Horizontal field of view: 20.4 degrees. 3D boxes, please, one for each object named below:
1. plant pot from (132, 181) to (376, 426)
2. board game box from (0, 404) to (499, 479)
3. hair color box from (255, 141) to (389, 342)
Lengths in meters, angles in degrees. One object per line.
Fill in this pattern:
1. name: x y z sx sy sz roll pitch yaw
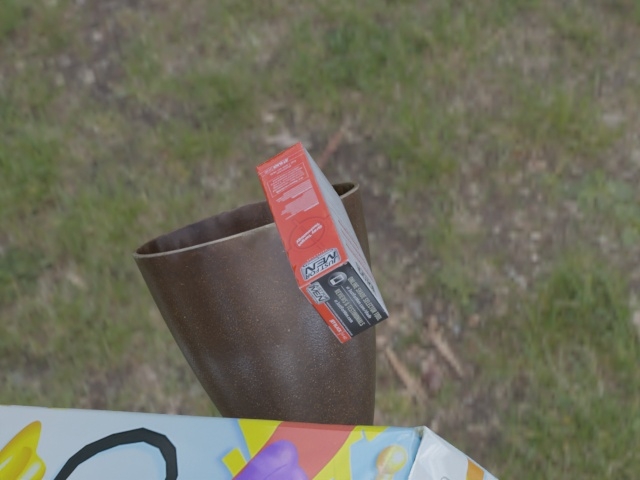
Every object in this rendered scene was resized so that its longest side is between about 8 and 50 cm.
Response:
1. plant pot: -0.036 0.088 1.626 0.215 0.215 0.230 -17 97 -6
2. board game box: -0.055 0.134 0.460 0.275 0.144 0.142 -2 57 46
3. hair color box: 0.000 0.000 1.303 0.043 0.072 0.141 -30 41 7
